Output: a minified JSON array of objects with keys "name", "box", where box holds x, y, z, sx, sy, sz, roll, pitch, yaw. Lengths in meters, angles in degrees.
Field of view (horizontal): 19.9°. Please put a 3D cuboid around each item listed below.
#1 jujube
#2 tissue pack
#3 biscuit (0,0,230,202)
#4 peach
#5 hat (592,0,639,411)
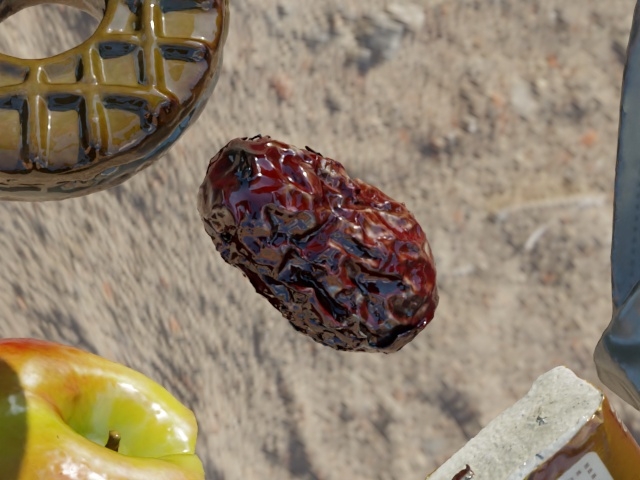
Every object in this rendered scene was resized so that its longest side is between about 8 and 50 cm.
[{"name":"jujube","box":[-0.001,-0.002,1.066,0.104,0.104,0.166,-50,117,-10]},{"name":"tissue pack","box":[0.204,0.240,1.558,0.183,0.092,0.226,-42,124,-8]},{"name":"biscuit","box":[-0.239,-0.179,1.561,0.332,0.103,0.332,0,62,1]},{"name":"peach","box":[-0.262,0.269,1.277,0.306,0.242,0.380,22,112,-9]},{"name":"hat","box":[0.221,-0.014,0.685,0.214,0.149,0.244,-6,112,-14]}]
